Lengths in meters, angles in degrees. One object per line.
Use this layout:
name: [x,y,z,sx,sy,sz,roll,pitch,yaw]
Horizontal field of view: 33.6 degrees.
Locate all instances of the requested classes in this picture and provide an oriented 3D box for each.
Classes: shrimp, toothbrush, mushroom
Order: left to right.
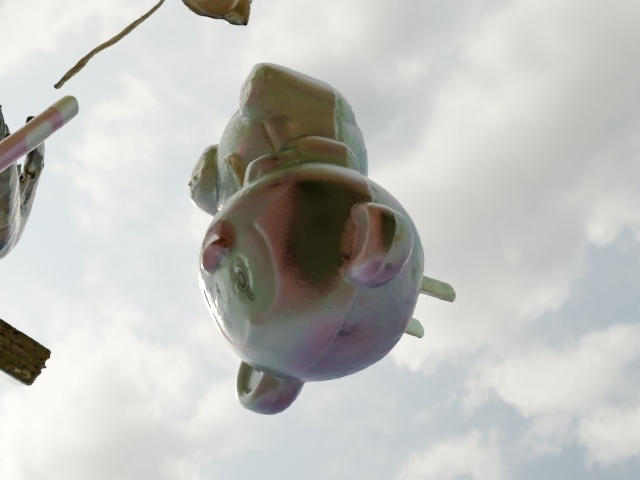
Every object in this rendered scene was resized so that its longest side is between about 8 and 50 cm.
toothbrush: [-0.248,-0.040,0.741,0.025,0.020,0.286,6,-148,22]
shrimp: [-0.351,-0.102,1.197,0.058,0.296,0.169,14,-129,-1]
mushroom: [-0.331,-0.330,1.714,0.286,0.026,0.028,-38,-158,17]

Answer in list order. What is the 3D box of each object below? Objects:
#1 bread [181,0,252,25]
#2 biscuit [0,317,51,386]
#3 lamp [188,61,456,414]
bread: [-0.108,-0.326,0.939,0.133,0.251,0.174,-32,-155,28]
biscuit: [-0.546,0.139,1.643,0.106,0.252,0.070,-13,-135,60]
lamp: [0.000,0.000,0.996,0.247,0.247,0.301,-51,-148,30]
